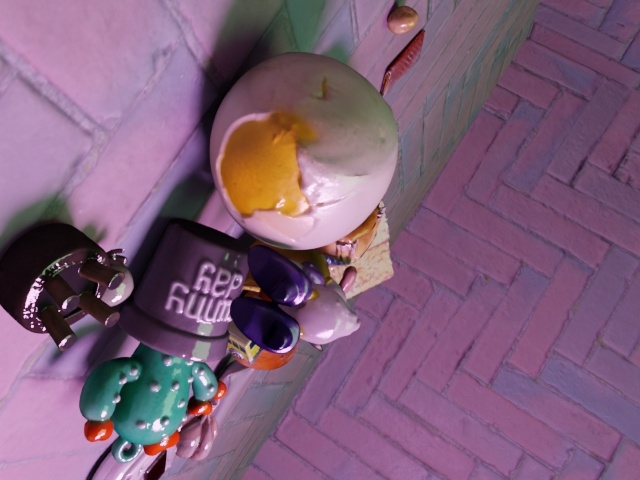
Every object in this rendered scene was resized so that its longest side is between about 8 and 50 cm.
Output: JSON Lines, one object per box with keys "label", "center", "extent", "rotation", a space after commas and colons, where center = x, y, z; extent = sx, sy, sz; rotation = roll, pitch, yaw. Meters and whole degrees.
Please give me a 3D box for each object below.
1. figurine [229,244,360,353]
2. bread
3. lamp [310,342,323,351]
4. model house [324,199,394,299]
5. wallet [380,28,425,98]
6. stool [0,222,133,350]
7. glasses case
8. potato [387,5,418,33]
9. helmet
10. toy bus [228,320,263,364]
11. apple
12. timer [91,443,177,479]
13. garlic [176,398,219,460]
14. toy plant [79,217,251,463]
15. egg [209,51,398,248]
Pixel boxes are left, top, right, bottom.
{"label": "figurine", "center": [-0.019, 0.103, 1.082], "extent": [0.421, 0.193, 0.154], "rotation": [-1, 108, -84]}
{"label": "bread", "center": [-0.001, -0.061, 1.267], "extent": [0.136, 0.241, 0.107], "rotation": [-51, 161, -27]}
{"label": "lamp", "center": [-0.012, 0.193, 1.921], "extent": [0.124, 0.203, 0.283], "rotation": [8, 119, -55]}
{"label": "model house", "center": [0.000, 0.000, 1.528], "extent": [0.280, 0.245, 0.312], "rotation": [-26, 128, -15]}
{"label": "wallet", "center": [0.219, -0.465, 1.635], "extent": [0.196, 0.020, 0.103], "rotation": [-51, 166, -27]}
{"label": "stool", "center": [-0.296, 0.055, 0.758], "extent": [0.125, 0.121, 0.217], "rotation": [-61, 161, 5]}
{"label": "glasses case", "center": [-0.296, 0.458, 1.729], "extent": [0.308, 0.083, 0.128], "rotation": [-61, 161, 12]}
{"label": "potato", "center": [0.181, -0.486, 1.371], "extent": [0.083, 0.068, 0.062], "rotation": [-67, 149, -87]}
{"label": "helmet", "center": [-0.085, 0.052, 1.337], "extent": [0.205, 0.257, 0.140], "rotation": [163, -60, -73]}
{"label": "toy bus", "center": [-0.189, 0.163, 1.263], "extent": [0.088, 0.175, 0.101], "rotation": [-51, 158, -26]}
{"label": "apple", "center": [-0.136, 0.226, 1.580], "extent": [0.210, 0.173, 0.235], "rotation": [-53, 165, -21]}
{"label": "timer", "center": [-0.418, 0.519, 1.410], "extent": [0.237, 0.087, 0.262], "rotation": [-47, 163, -41]}
{"label": "garlic", "center": [-0.312, 0.480, 1.597], "extent": [0.194, 0.131, 0.127], "rotation": [-50, 170, 6]}
{"label": "toy plant", "center": [-0.252, 0.173, 1.002], "extent": [0.279, 0.185, 0.400], "rotation": [-5, 118, -78]}
{"label": "egg", "center": [-0.031, -0.125, 0.961], "extent": [0.283, 0.283, 0.345], "rotation": [-51, 176, -27]}
